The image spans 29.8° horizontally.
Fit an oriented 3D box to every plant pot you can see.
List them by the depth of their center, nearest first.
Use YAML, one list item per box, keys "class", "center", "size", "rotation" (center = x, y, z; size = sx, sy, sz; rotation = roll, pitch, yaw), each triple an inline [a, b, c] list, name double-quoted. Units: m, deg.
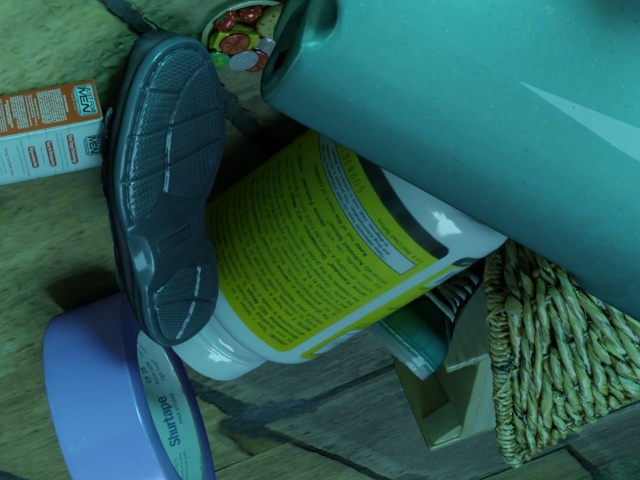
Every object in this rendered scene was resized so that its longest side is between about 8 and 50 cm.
- class: "plant pot"
  center: [0.160, -0.136, 0.759]
  size: [0.334, 0.341, 0.341]
  rotation: [22, 142, -11]

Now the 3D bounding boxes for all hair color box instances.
- class: "hair color box"
  center: [-0.248, -0.083, 0.985]
  size: [0.141, 0.043, 0.072]
  rotation: [-11, 153, -11]

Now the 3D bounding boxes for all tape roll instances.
- class: "tape roll"
  center: [-0.201, 0.195, 1.301]
  size: [0.090, 0.275, 0.275]
  rotation: [-20, 154, 3]

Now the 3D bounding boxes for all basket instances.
- class: "basket"
  center: [0.215, 0.038, 1.219]
  size: [0.223, 0.299, 0.213]
  rotation: [-34, 110, 24]

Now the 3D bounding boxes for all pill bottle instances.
- class: "pill bottle"
  center: [0.000, 0.000, 1.143]
  size: [0.334, 0.188, 0.188]
  rotation: [-33, 150, 29]

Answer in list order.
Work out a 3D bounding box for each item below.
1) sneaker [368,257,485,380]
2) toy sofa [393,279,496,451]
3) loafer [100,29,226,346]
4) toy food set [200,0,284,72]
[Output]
- class: "sneaker"
  center: [0.114, 0.043, 1.285]
  size: [0.121, 0.108, 0.302]
  rotation: [-45, -170, 15]
- class: "toy sofa"
  center: [0.205, 0.137, 1.590]
  size: [0.177, 0.150, 0.362]
  rotation: [-20, 155, -7]
- class: "loafer"
  center: [-0.148, -0.045, 1.022]
  size: [0.109, 0.095, 0.302]
  rotation: [-27, 136, -34]
- class: "toy food set"
  center: [-0.056, -0.165, 0.973]
  size: [0.083, 0.020, 0.082]
  rotation: [-4, 151, -28]
